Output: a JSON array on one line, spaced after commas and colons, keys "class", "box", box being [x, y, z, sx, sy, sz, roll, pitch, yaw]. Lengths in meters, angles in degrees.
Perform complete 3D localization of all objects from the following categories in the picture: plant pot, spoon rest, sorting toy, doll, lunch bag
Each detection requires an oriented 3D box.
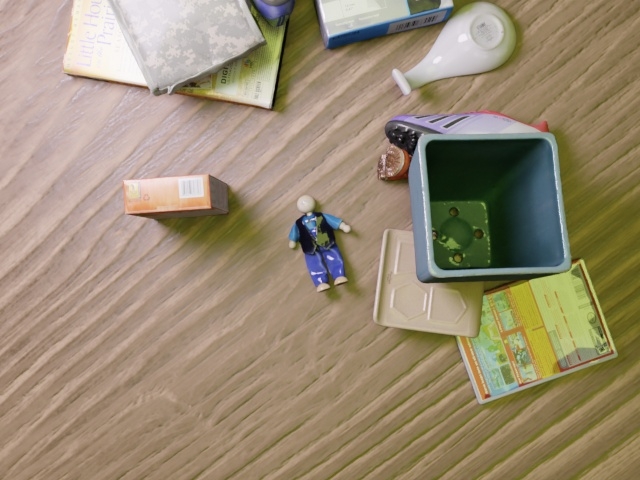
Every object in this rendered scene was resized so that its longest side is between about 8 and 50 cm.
[{"class": "plant pot", "box": [0.275, -0.038, 1.700, 0.247, 0.252, 0.247, -2, 78, -9]}, {"class": "spoon rest", "box": [0.257, -0.364, 1.827, 0.276, 0.084, 0.137, -31, 90, -12]}, {"class": "sorting toy", "box": [0.213, 0.083, 1.822, 0.208, 0.038, 0.193, 8, 77, -1]}, {"class": "doll", "box": [0.000, 0.000, 1.840, 0.129, 0.046, 0.189, -21, 83, 11]}, {"class": "lunch bag", "box": [-0.255, -0.427, 1.731, 0.235, 0.169, 0.287, -24, 85, 2]}]

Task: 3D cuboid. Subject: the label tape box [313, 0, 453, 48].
[{"class": "label tape box", "box": [0.088, -0.570, 1.804, 0.249, 0.115, 0.348, -14, 91, -1]}]

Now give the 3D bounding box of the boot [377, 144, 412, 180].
[{"class": "boot", "box": [0.161, -0.143, 1.782, 0.084, 0.158, 0.059, 5, 88, -5]}]

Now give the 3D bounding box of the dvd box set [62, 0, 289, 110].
[{"class": "dvd box set", "box": [-0.272, -0.439, 1.846, 0.420, 0.062, 0.308, 9, 90, 2]}]

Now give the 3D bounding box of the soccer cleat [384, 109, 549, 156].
[{"class": "soccer cleat", "box": [0.284, -0.203, 1.814, 0.318, 0.109, 0.117, 13, 69, 4]}]

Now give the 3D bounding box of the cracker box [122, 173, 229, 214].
[{"class": "cracker box", "box": [-0.263, -0.080, 1.757, 0.155, 0.232, 0.067, -4, 88, 2]}]

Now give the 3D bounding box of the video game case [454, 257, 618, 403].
[{"class": "video game case", "box": [0.409, 0.176, 1.834, 0.285, 0.025, 0.204, -20, 89, 2]}]

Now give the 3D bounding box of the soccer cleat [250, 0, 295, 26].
[{"class": "soccer cleat", "box": [-0.126, -0.528, 1.764, 0.093, 0.121, 0.289, -17, 69, -11]}]
